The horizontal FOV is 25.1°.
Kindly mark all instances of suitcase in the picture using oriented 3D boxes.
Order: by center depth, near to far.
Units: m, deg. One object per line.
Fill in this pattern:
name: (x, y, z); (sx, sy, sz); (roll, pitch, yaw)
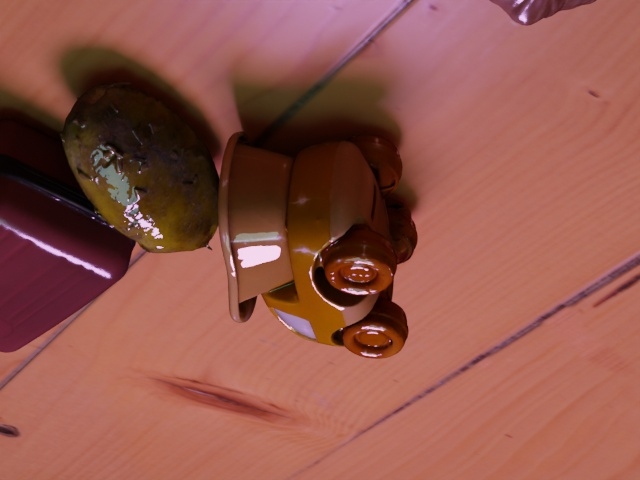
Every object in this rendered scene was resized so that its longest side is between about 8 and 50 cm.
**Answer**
suitcase: (-0.384, 0.001, 1.763); (0.236, 0.161, 0.297); (28, 136, -32)

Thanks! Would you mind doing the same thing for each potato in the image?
potato: (-0.199, -0.077, 1.663); (0.113, 0.149, 0.251); (13, 146, 55)

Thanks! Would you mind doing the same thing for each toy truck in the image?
toy truck: (0.000, 0.000, 1.695); (0.211, 0.204, 0.288); (0, 143, 10)

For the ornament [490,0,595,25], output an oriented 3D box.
ornament: (0.204, -0.334, 1.201); (0.235, 0.221, 0.217); (-30, 170, -21)
